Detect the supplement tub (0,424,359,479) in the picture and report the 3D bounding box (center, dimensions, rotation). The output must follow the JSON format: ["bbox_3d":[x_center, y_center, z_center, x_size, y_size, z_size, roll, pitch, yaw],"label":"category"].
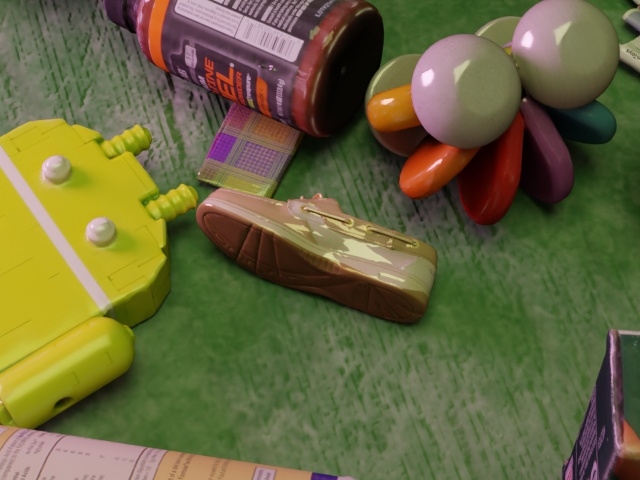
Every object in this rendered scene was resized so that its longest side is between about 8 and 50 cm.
[{"bbox_3d":[-0.136,0.221,0.771,0.331,0.241,0.241,9,58,2],"label":"supplement tub"}]

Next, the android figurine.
[{"bbox_3d":[-0.216,0.013,1.021,0.273,0.056,0.248,-29,62,-15],"label":"android figurine"}]

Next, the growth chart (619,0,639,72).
[{"bbox_3d":[0.321,-0.188,1.168,0.172,0.021,0.237,32,62,19],"label":"growth chart"}]

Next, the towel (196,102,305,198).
[{"bbox_3d":[-0.048,-0.067,1.096,0.060,0.009,0.083,19,60,10],"label":"towel"}]

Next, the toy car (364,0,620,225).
[{"bbox_3d":[0.128,-0.084,1.044,0.182,0.159,0.136,-22,95,-14],"label":"toy car"}]

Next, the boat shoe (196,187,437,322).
[{"bbox_3d":[0.000,0.000,1.028,0.170,0.063,0.059,23,58,3],"label":"boat shoe"}]

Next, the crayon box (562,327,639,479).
[{"bbox_3d":[0.310,0.139,0.854,0.319,0.202,0.081,3,58,3],"label":"crayon box"}]

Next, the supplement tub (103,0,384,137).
[{"bbox_3d":[-0.060,-0.156,1.093,0.198,0.106,0.106,25,61,21],"label":"supplement tub"}]
